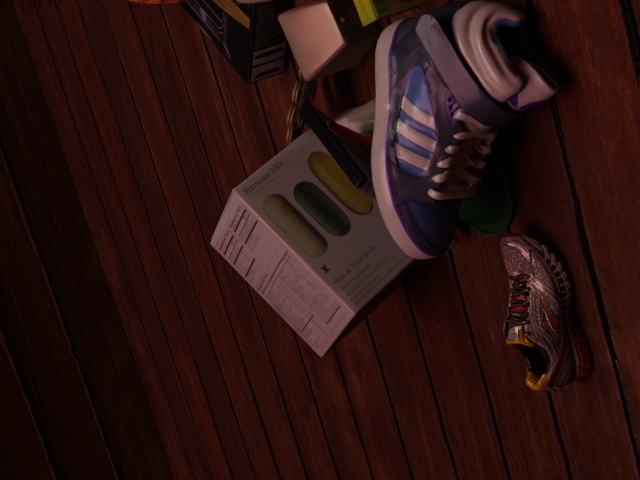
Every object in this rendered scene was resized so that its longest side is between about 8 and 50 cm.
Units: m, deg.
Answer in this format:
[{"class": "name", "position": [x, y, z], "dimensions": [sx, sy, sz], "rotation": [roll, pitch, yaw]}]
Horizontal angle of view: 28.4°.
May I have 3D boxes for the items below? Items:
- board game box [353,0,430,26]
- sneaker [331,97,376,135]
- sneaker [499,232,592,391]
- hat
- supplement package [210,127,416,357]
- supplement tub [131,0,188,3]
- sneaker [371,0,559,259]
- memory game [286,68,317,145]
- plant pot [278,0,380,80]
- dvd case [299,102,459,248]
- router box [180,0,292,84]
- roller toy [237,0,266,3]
[{"class": "board game box", "position": [0.071, -0.391, 1.707], "dimensions": [0.043, 0.092, 0.181], "rotation": [-11, 101, 64]}, {"class": "sneaker", "position": [0.080, -0.160, 1.932], "dimensions": [0.094, 0.080, 0.212], "rotation": [59, 164, -11]}, {"class": "sneaker", "position": [0.288, 0.097, 1.692], "dimensions": [0.088, 0.092, 0.225], "rotation": [-11, 101, 65]}, {"class": "hat", "position": [0.133, -0.068, 1.751], "dimensions": [0.208, 0.183, 0.173], "rotation": [51, 151, 30]}, {"class": "supplement package", "position": [0.000, 0.000, 1.983], "dimensions": [0.263, 0.199, 0.198], "rotation": [45, 152, 7]}, {"class": "supplement tub", "position": [-0.248, -0.535, 1.939], "dimensions": [0.193, 0.193, 0.316], "rotation": [34, 132, 50]}, {"class": "sneaker", "position": [0.188, -0.136, 1.576], "dimensions": [0.236, 0.130, 0.323], "rotation": [-1, 95, 45]}, {"class": "memory game", "position": [-0.025, -0.235, 1.975], "dimensions": [0.012, 0.186, 0.186], "rotation": [15, 139, 6]}, {"class": "plant pot", "position": [0.022, -0.312, 1.870], "dimensions": [0.096, 0.109, 0.109], "rotation": [-25, 88, 53]}, {"class": "dvd case", "position": [0.086, -0.091, 1.807], "dimensions": [0.253, 0.022, 0.180], "rotation": [29, -160, -48]}, {"class": "router box", "position": [-0.161, -0.453, 2.134], "dimensions": [0.309, 0.081, 0.243], "rotation": [51, 151, 31]}, {"class": "roller toy", "position": [-0.044, -0.415, 1.803], "dimensions": [0.209, 0.191, 0.146], "rotation": [-2, 110, 39]}]
